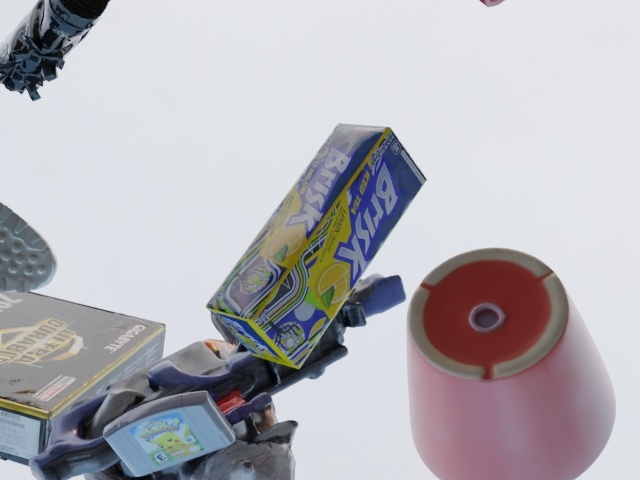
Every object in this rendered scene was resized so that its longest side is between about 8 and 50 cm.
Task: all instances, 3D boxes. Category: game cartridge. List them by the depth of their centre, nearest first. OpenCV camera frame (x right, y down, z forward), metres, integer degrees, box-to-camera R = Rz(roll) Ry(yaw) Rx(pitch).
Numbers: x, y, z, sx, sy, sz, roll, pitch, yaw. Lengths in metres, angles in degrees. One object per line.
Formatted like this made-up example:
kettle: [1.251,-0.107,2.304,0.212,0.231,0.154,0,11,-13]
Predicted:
game cartridge: [-0.110,0.138,0.821,0.017,0.083,0.056,-95,-20,-56]

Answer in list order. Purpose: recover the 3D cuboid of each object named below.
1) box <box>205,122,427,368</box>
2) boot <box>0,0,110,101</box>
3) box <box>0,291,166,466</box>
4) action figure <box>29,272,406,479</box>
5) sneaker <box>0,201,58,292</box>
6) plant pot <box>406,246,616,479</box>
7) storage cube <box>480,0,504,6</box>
box: [0.000,0.000,0.778,0.169,0.054,0.059,-55,-52,-21]
boot: [-0.155,-0.149,0.710,0.045,0.099,0.121,34,-129,-20]
box: [-0.368,0.152,1.385,0.257,0.079,0.322,11,-164,14]
action figure: [-0.073,0.154,1.009,0.341,0.330,0.178,-24,-73,-11]
sneaker: [-0.371,-0.013,1.168,0.235,0.095,0.090,22,-91,5]
plant pot: [0.226,0.156,1.444,0.275,0.243,0.275,-9,-130,11]
storage cube: [0.080,-0.229,0.404,0.193,0.215,0.183,38,-106,-15]
